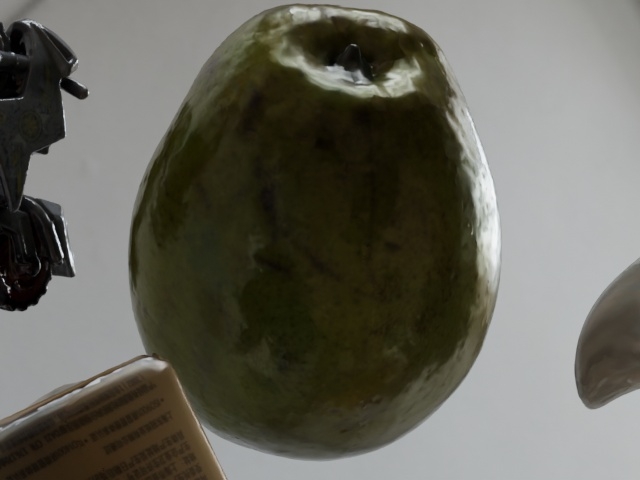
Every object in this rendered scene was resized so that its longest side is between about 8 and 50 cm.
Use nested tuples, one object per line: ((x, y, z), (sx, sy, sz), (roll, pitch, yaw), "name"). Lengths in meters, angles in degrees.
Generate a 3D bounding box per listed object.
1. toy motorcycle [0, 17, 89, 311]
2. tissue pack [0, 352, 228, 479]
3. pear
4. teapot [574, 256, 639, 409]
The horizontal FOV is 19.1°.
((-0.214, -0.063, 1.332), (0.122, 0.080, 0.215), (-29, -64, -47), "toy motorcycle")
((-0.197, 0.223, 0.961), (0.305, 0.238, 0.238), (-26, -72, -43), "tissue pack")
((0.000, 0.000, 1.238), (0.253, 0.253, 0.307), (-17, -43, -34), "pear")
((0.248, -0.026, 0.818), (0.300, 0.166, 0.208), (-53, -49, -25), "teapot")
